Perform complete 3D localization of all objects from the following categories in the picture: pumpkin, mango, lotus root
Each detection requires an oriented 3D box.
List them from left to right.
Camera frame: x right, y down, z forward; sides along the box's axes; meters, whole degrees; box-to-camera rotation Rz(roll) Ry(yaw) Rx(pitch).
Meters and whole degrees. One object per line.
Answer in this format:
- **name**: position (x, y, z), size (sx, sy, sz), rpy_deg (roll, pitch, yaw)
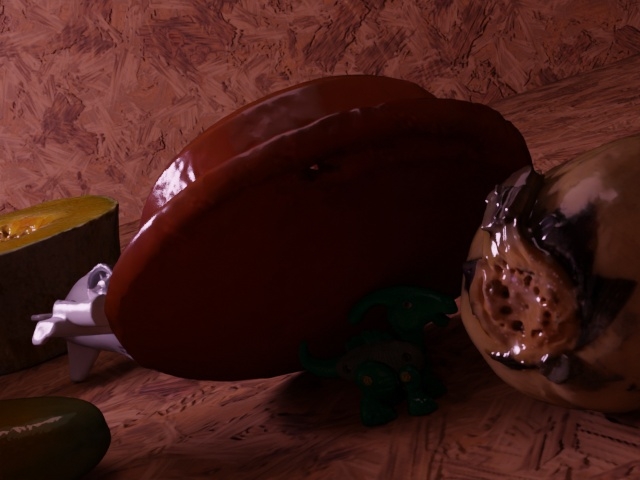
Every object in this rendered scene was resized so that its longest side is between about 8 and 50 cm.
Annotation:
- **mango**: position (-0.265, 0.175, 0.895), size (0.195, 0.091, 0.130), rpy_deg (-13, 8, 0)
- **pumpkin**: position (-0.420, 0.068, 1.573), size (0.332, 0.199, 0.332), rpy_deg (-13, 17, 4)
- **lotus root**: position (0.230, 0.005, 0.732), size (0.310, 0.182, 0.183), rpy_deg (-21, 9, -35)

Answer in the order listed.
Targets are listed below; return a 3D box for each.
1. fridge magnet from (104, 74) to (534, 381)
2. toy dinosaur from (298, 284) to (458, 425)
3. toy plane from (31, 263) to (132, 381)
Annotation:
- **fridge magnet**: position (0.000, 0.000, 0.901), size (0.364, 0.155, 0.363), rpy_deg (-19, -26, -10)
- **toy dinosaur**: position (0.045, 0.083, 0.837), size (0.132, 0.096, 0.059), rpy_deg (-11, 10, 21)
- **toy plane**: position (-0.194, 0.084, 1.207), size (0.267, 0.122, 0.267), rpy_deg (-7, -5, -1)
